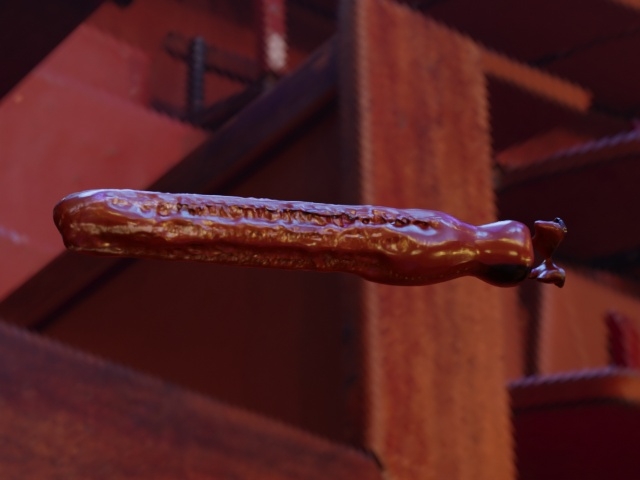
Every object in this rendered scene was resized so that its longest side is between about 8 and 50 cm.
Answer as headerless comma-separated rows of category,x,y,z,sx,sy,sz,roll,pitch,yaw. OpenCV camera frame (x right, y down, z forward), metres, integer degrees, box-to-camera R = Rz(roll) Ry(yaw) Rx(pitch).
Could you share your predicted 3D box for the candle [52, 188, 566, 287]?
candle,0.000,0.000,1.187,0.329,0.051,0.048,4,100,-17
